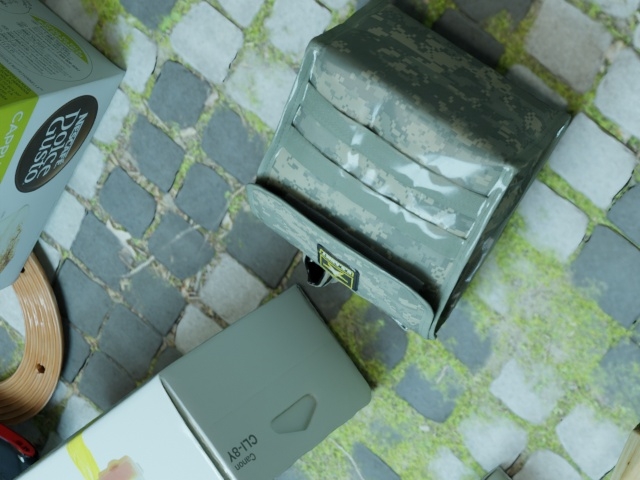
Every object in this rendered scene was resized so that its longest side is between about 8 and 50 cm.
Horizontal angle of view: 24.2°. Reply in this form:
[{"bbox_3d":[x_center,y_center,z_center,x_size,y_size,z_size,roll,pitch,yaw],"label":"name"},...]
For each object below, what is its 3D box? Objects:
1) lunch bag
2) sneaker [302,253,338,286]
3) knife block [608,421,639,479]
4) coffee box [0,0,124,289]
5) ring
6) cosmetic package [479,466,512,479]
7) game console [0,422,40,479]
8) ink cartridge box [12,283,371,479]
[{"bbox_3d":[0.066,-0.052,1.473,0.235,0.169,0.287,35,130,12],"label":"lunch bag"},{"bbox_3d":[0.000,0.000,1.612,0.040,0.044,0.109,1,109,34],"label":"sneaker"},{"bbox_3d":[0.319,0.225,1.390,0.088,0.276,0.242,26,152,21],"label":"knife block"},{"bbox_3d":[-0.490,-0.131,1.668,0.338,0.334,0.337,39,118,12],"label":"coffee box"},{"bbox_3d":[-0.462,0.086,1.952,0.336,0.032,0.336,14,118,27],"label":"ring"},{"bbox_3d":[0.131,0.401,1.647,0.153,0.129,0.296,49,128,7],"label":"cosmetic package"},{"bbox_3d":[-0.494,0.372,2.017,0.342,0.060,0.386,25,126,36],"label":"game console"},{"bbox_3d":[-0.168,0.238,1.675,0.384,0.279,0.160,-36,88,37],"label":"ink cartridge box"}]
